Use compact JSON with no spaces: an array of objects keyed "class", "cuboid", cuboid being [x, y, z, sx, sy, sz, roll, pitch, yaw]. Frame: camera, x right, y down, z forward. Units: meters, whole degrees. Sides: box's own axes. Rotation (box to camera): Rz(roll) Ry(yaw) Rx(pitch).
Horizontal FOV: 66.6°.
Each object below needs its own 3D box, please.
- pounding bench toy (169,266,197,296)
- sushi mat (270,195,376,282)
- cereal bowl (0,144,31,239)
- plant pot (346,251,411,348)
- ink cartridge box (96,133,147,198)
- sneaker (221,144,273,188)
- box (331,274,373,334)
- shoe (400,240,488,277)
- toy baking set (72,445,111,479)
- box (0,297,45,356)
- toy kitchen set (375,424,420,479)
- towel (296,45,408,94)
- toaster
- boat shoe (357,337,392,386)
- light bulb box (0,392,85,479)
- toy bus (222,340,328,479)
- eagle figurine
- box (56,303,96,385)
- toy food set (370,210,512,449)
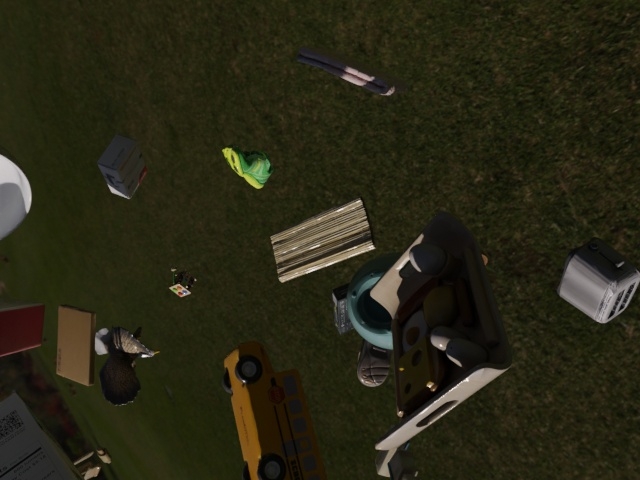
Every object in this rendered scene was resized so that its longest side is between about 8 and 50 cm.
[{"class":"pounding bench toy","cuboid":[-0.450,0.131,1.551,0.052,0.065,0.083,-21,127,34]},{"class":"sushi mat","cuboid":[0.000,0.000,1.371,0.316,0.019,0.151,-22,72,25]},{"class":"cereal bowl","cuboid":[-0.888,-0.128,1.153,0.141,0.339,0.339,49,146,28]},{"class":"plant pot","cuboid":[0.195,0.173,1.383,0.293,0.196,0.293,-2,84,23]},{"class":"ink cartridge box","cuboid":[-0.495,-0.185,1.223,0.056,0.099,0.135,20,153,3]},{"class":"sneaker","cuboid":[-0.254,-0.285,1.735,0.109,0.123,0.295,45,-178,17]},{"class":"box","cuboid":[0.138,0.232,1.783,0.233,0.183,0.059,83,162,-50]},{"class":"shoe","cuboid":[0.223,0.061,0.972,0.076,0.219,0.058,44,-153,-43]},{"class":"toy baking set","cuboid":[-0.764,0.743,1.556,0.030,0.196,0.256,38,142,18]},{"class":"box","cuboid":[-0.879,0.232,1.289,0.148,0.232,0.127,6,90,10]},{"class":"toy kitchen set","cuboid":[0.246,0.595,1.209,0.207,0.166,0.122,-96,26,-71]},{"class":"towel","cuboid":[0.116,-0.556,1.606,0.317,0.332,0.053,26,115,11]},{"class":"toaster","cuboid":[0.729,0.114,1.285,0.146,0.129,0.227,49,158,42]},{"class":"boat shoe","cuboid":[0.204,0.328,1.716,0.132,0.355,0.130,24,173,-9]},{"class":"light bulb box","cuboid":[-0.607,0.533,0.867,0.361,0.358,0.225,19,134,42]},{"class":"toy bus","cuboid":[-0.087,0.359,0.921,0.108,0.130,0.333,-48,53,52]},{"class":"eagle figurine","cuboid":[-0.677,0.400,1.696,0.226,0.225,0.298,60,174,-12]},{"class":"box","cuboid":[-0.680,0.288,1.355,0.164,0.021,0.201,4,92,33]},{"class":"toy food set","cuboid":[0.143,0.121,0.713,0.092,0.306,0.220,27,125,-14]}]
